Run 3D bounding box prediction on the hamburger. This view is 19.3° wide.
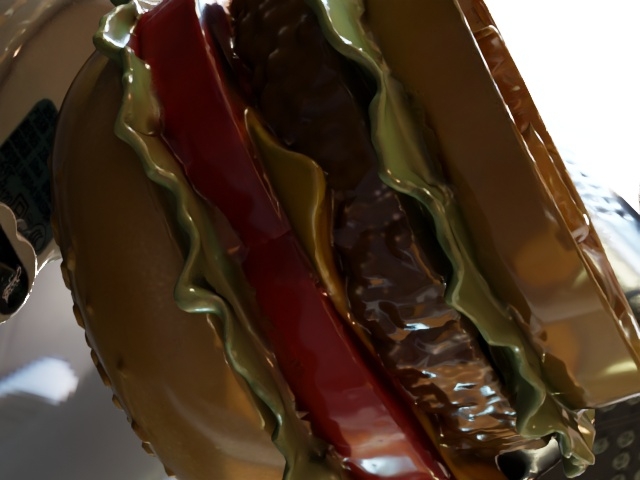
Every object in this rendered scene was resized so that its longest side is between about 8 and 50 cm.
[{"bbox_3d":[0.000,0.000,0.803,0.274,0.212,0.274,60,11,-20],"label":"hamburger"}]

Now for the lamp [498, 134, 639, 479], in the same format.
[{"bbox_3d":[0.124,0.066,1.150,0.374,0.272,0.205,-27,135,-37],"label":"lamp"}]

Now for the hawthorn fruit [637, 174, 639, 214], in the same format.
[{"bbox_3d":[0.336,-0.023,1.315,0.298,0.277,0.277,-39,175,-6],"label":"hawthorn fruit"}]

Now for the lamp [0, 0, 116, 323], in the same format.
[{"bbox_3d":[-0.188,-0.057,1.090,0.246,0.108,0.179,-61,149,-27],"label":"lamp"}]
